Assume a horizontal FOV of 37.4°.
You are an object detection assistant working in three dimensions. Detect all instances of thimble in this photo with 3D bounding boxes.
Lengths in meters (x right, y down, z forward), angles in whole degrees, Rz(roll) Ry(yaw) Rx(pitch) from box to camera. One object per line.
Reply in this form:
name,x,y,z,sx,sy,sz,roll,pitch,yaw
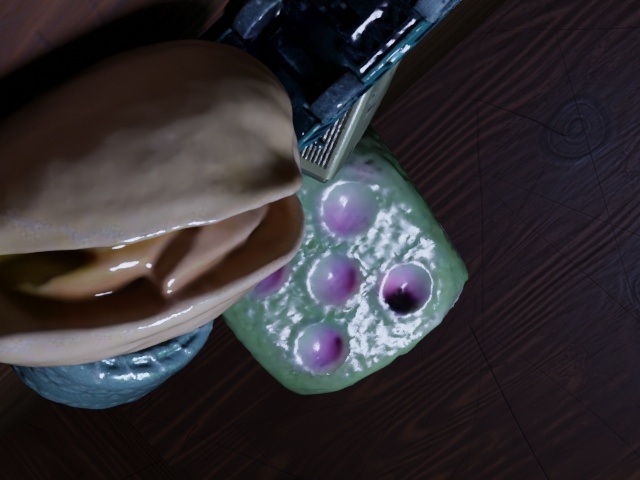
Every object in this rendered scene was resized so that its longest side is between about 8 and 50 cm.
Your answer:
thimble,-0.245,0.081,1.056,0.235,0.198,0.143,0,156,-33

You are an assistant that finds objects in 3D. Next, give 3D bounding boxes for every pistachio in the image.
pistachio,-0.129,-0.032,0.651,0.318,0.214,0.193,-27,126,-45

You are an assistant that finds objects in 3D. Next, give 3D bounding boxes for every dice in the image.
dice,0.000,0.000,1.375,0.318,0.330,0.322,-35,-164,5

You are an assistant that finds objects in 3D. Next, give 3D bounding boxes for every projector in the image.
projector,0.039,-0.198,1.070,0.194,0.088,0.269,-65,177,30

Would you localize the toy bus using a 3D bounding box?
toy bus,0.023,-0.191,0.805,0.256,0.128,0.147,-43,180,17
